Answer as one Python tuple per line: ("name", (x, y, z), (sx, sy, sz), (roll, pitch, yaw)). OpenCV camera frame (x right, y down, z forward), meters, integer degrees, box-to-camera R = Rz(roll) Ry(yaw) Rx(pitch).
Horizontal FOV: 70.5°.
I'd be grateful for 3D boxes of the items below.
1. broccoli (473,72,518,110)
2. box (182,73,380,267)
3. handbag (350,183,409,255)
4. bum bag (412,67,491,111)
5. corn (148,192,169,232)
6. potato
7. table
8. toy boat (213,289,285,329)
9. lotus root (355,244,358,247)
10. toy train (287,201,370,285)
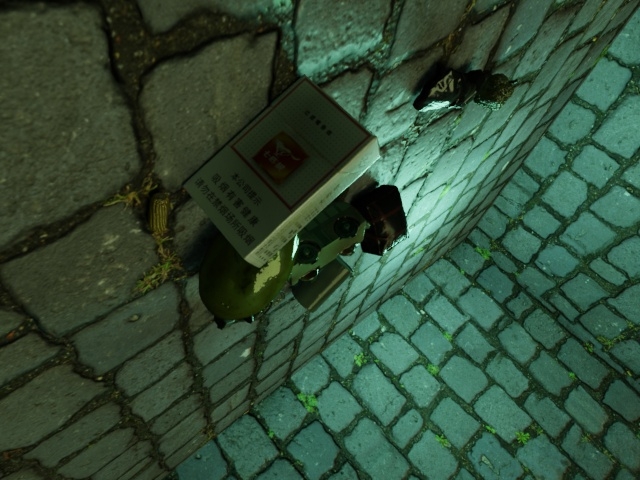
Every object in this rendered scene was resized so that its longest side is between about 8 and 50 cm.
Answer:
("broccoli", (0.597, -0.514, 1.562), (0.120, 0.130, 0.131), (-75, 171, -48))
("box", (-0.074, -0.137, 0.885), (0.330, 0.210, 0.095), (-42, 161, -2))
("handbag", (0.204, -0.068, 1.572), (0.169, 0.155, 0.215), (-31, 113, -34))
("bum bag", (0.404, -0.448, 1.346), (0.340, 0.095, 0.144), (-20, 164, -46))
("corn", (-0.308, -0.053, 0.860), (0.037, 0.037, 0.092), (-25, 154, -41))
("potato", (-0.172, 0.051, 1.090), (0.216, 0.216, 0.304), (-6, 129, -59))
("table", (0.006, 0.158, 1.744), (0.220, 0.126, 0.126), (-46, 160, 8))
("toy boat", (-0.211, 0.211, 1.488), (0.141, 0.092, 0.319), (-50, 160, 22))
("lotus root", (0.091, -0.002, 1.646), (0.113, 0.088, 0.192), (-29, 162, 6))
("toy train", (0.000, 0.000, 1.381), (0.326, 0.159, 0.129), (-32, 154, -20))
